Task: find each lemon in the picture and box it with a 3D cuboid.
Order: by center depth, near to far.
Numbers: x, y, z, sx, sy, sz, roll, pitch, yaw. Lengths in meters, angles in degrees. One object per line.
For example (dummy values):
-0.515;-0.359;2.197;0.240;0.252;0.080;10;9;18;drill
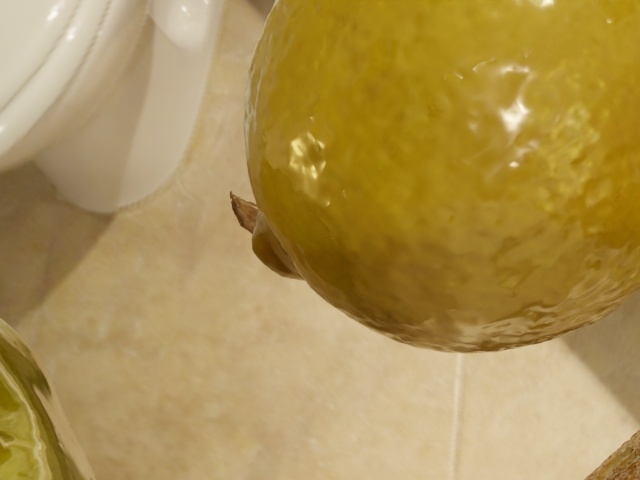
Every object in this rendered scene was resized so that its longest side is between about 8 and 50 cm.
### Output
0.069;-0.053;0.409;0.244;0.187;0.186;-36;68;26;lemon

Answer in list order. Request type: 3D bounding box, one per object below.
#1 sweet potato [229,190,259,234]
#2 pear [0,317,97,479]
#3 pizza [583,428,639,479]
0.000;0.000;1.353;0.066;0.314;0.072;-56;34;14;sweet potato
-0.278;0.166;0.545;0.375;0.287;0.287;-40;64;40;pear
0.217;0.267;0.819;0.089;0.223;0.323;43;90;5;pizza
